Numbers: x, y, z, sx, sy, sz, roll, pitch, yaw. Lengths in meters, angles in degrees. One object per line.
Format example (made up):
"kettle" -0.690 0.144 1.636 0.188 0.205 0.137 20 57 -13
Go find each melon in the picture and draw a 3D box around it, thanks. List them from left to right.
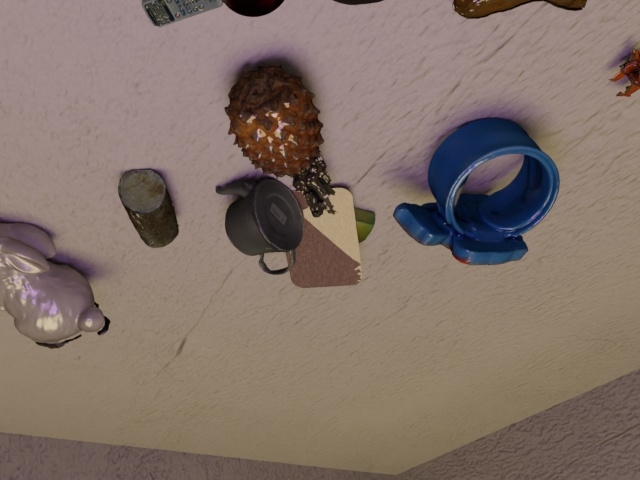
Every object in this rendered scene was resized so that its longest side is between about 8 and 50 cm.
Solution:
"melon" 0.032 -0.017 1.511 0.209 0.064 0.118 -26 134 22

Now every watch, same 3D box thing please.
"watch" 0.312 -0.111 1.310 0.304 0.242 0.275 5 127 -18

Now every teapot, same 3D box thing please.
"teapot" -0.138 -0.026 1.388 0.148 0.162 0.239 -20 112 32

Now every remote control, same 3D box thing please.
"remote control" -0.217 -0.375 1.001 0.124 0.018 0.053 -14 143 10

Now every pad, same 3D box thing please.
"pad" 0.000 0.000 1.474 0.175 0.002 0.266 -4 122 8

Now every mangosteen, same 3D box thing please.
"mangosteen" -0.113 -0.391 0.923 0.139 0.140 0.140 -4 145 -3

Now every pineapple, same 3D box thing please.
"pineapple" -0.054 -0.164 1.200 0.174 0.175 0.361 -14 143 11

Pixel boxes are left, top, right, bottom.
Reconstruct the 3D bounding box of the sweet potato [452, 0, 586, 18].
"sweet potato" 0.325 -0.400 1.019 0.232 0.062 0.081 -6 160 -7

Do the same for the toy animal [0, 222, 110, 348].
"toy animal" -0.673 0.092 1.462 0.257 0.194 0.357 -7 138 19

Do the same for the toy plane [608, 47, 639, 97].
"toy plane" 0.634 -0.320 1.188 0.188 0.062 0.135 -8 147 -22

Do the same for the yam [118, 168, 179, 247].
"yam" -0.359 -0.057 1.358 0.106 0.107 0.183 -6 146 -1

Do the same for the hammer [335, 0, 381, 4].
"hammer" 0.031 -0.497 0.811 0.168 0.044 0.440 -9 145 7
